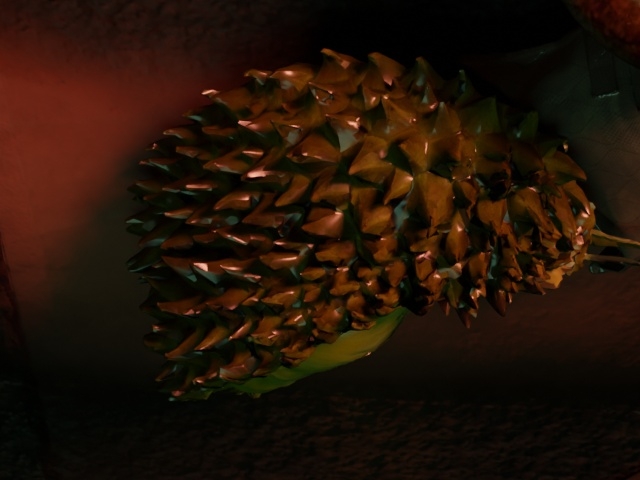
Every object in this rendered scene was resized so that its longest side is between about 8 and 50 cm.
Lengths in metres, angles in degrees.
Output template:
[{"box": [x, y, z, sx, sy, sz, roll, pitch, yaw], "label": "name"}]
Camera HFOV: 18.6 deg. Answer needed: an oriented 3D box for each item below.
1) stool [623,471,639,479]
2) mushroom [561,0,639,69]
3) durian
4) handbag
[{"box": [0.290, 0.262, 1.192, 0.170, 0.270, 0.243, 35, 131, -27], "label": "stool"}, {"box": [0.177, -0.184, 0.825, 0.138, 0.194, 0.231, -10, 120, -41], "label": "mushroom"}, {"box": [0.000, 0.000, 1.065, 0.169, 0.158, 0.352, 1, 162, -35], "label": "durian"}, {"box": [0.212, -0.079, 0.962, 0.270, 0.117, 0.182, -20, 121, 31], "label": "handbag"}]
